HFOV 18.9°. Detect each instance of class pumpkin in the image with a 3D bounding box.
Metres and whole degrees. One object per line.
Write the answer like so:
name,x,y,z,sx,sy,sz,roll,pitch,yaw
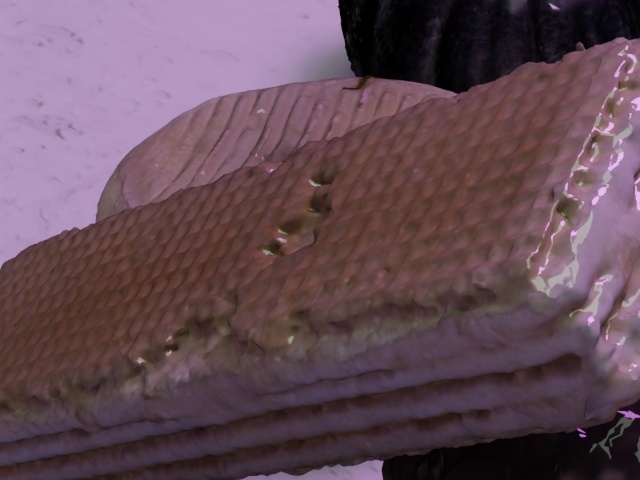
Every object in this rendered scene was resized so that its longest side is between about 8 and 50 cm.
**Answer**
pumpkin,0.119,-0.141,1.193,0.220,0.162,0.220,-4,37,3

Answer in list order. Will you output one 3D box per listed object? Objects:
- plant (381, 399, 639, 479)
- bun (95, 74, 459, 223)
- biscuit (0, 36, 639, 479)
plant,0.184,0.129,0.808,0.312,0.213,0.215,7,33,-8
bun,0.000,0.000,1.020,0.237,0.116,0.210,-6,32,9
biscuit,-0.023,0.032,0.782,0.426,0.078,0.144,-18,34,47
